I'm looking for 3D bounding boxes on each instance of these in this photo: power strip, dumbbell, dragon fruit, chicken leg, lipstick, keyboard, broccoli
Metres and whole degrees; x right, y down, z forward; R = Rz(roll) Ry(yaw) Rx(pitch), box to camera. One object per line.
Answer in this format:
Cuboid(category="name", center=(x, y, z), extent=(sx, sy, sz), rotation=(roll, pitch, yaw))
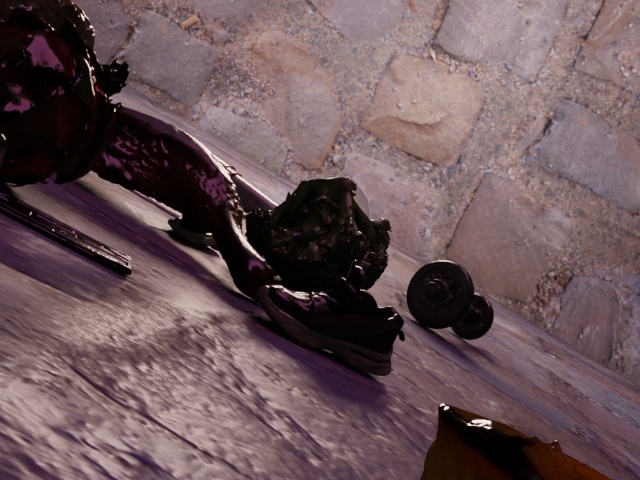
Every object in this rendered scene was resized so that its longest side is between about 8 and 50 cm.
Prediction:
Cuboid(category="power strip", center=(-0.143, -0.013, 1.559), extent=(0.083, 0.035, 0.055), rotation=(22, 10, -44))
Cuboid(category="dumbbell", center=(0.222, 0.107, 2.080), extent=(0.110, 0.110, 0.254), rotation=(33, 0, 31))
Cuboid(category="dragon fruit", center=(-0.286, -0.135, 1.248), extent=(0.182, 0.182, 0.188), rotation=(35, -2, 45))
Cuboid(category="chicken leg", center=(-0.167, -0.064, 1.500), extent=(0.158, 0.096, 0.407), rotation=(-9, 40, -47))
Cuboid(category="lipstick", center=(-0.119, -0.067, 2.118), extent=(0.186, 0.057, 0.063), rotation=(37, 7, 17))
Cuboid(category="keyboard", center=(-0.237, -0.011, 1.157), extent=(0.155, 0.010, 0.053), rotation=(29, 6, -12))
Cuboid(category="broccoli", center=(0.000, 0.000, 1.630), extent=(0.195, 0.156, 0.195), rotation=(-4, 4, 0))

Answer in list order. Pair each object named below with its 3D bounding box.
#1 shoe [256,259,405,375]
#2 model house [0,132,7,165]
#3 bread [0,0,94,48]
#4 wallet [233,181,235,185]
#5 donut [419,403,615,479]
Cuboid(category="shoe", center=(0.020, 0.067, 1.330), extent=(0.169, 0.099, 0.071), rotation=(27, 8, -21))
Cuboid(category="model house", center=(-0.298, -0.064, 0.913), extent=(0.100, 0.088, 0.100), rotation=(28, 3, 27))
Cuboid(category="bread", center=(-0.409, -0.249, 1.559), extent=(0.246, 0.176, 0.195), rotation=(22, -10, 36))
Cuboid(category="wallet", center=(-0.205, -0.111, 1.979), extent=(0.170, 0.069, 0.231), rotation=(25, 4, -3))
Cuboid(category="donut", center=(0.174, 0.196, 0.859), extent=(0.253, 0.118, 0.253), rotation=(30, 8, -5))
